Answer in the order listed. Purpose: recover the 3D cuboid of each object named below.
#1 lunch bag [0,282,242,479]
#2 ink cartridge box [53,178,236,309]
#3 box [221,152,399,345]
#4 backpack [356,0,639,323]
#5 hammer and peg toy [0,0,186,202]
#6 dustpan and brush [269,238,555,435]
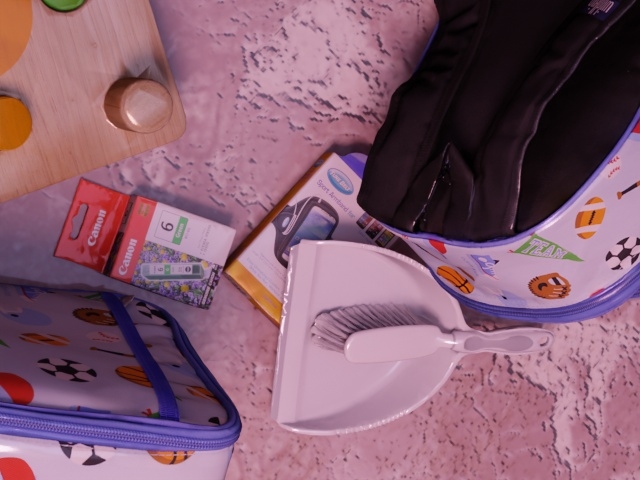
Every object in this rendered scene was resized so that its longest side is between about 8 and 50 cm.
[{"bbox_3d":[-0.177,0.101,1.246,0.243,0.303,0.115,7,104,-16],"label":"lunch bag"},{"bbox_3d":[-0.124,0.002,1.391,0.115,0.029,0.063,20,87,-17],"label":"ink cartridge box"},{"bbox_3d":[0.000,0.000,1.431,0.081,0.028,0.136,45,77,-14],"label":"box"},{"bbox_3d":[0.165,-0.072,1.358,0.263,0.276,0.213,-52,123,-20],"label":"backpack"},{"bbox_3d":[-0.263,-0.196,1.283,0.266,0.127,0.361,-22,102,-15],"label":"hammer and peg toy"},{"bbox_3d":[0.075,0.071,1.433,0.211,0.060,0.147,-3,108,-33],"label":"dustpan and brush"}]
